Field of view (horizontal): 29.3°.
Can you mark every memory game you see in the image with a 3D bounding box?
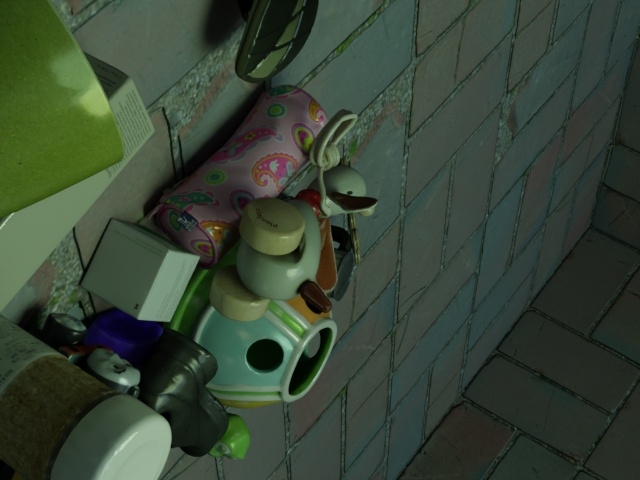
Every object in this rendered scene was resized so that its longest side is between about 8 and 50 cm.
[{"bbox_3d":[0.051,-0.048,2.054,0.186,0.012,0.186,171,-90,-90],"label":"memory game"}]

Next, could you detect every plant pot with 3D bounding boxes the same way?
[{"bbox_3d":[-0.358,-0.098,0.992,0.293,0.275,0.275,-36,151,-16],"label":"plant pot"}]

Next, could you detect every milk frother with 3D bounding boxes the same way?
[{"bbox_3d":[-0.021,0.011,1.959,0.143,0.134,0.129,58,50,-67],"label":"milk frother"}]

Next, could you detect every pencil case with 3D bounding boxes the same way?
[{"bbox_3d":[-0.107,-0.092,1.686,0.284,0.124,0.124,-48,155,-27],"label":"pencil case"}]

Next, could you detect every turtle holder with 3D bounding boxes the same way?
[{"bbox_3d":[-0.121,0.153,1.795,0.320,0.227,0.243,-58,158,-8],"label":"turtle holder"}]

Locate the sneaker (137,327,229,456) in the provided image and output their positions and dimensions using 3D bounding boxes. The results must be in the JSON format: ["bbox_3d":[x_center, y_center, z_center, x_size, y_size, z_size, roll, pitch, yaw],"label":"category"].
[{"bbox_3d":[-0.205,0.233,1.665,0.130,0.109,0.286,-53,157,-27],"label":"sneaker"}]

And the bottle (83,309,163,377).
[{"bbox_3d":[-0.302,0.235,1.683,0.118,0.092,0.283,-28,142,-63],"label":"bottle"}]

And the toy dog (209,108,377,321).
[{"bbox_3d":[0.000,0.000,1.662,0.334,0.161,0.220,-48,165,-32],"label":"toy dog"}]

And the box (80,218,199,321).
[{"bbox_3d":[-0.233,0.040,1.586,0.102,0.101,0.087,-65,157,5],"label":"box"}]

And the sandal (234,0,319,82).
[{"bbox_3d":[-0.060,-0.347,1.535,0.120,0.086,0.303,-3,105,-58],"label":"sandal"}]

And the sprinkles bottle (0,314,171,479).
[{"bbox_3d":[-0.314,0.138,1.191,0.121,0.355,0.121,-46,153,-32],"label":"sprinkles bottle"}]

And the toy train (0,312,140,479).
[{"bbox_3d":[-0.340,0.261,1.503,0.334,0.190,0.142,-64,158,7],"label":"toy train"}]

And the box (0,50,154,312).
[{"bbox_3d":[-0.305,-0.067,1.314,0.275,0.094,0.113,-52,156,-21],"label":"box"}]
